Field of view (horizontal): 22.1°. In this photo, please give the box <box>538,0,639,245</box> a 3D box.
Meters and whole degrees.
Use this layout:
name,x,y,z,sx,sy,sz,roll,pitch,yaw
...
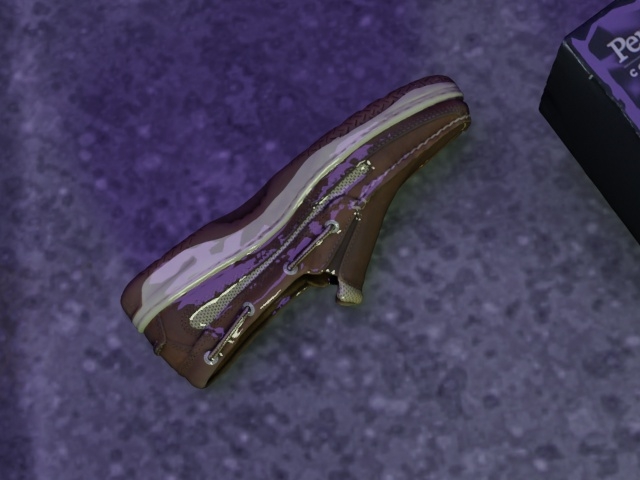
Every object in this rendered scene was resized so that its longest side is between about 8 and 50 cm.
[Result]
name,x,y,z,sx,sy,sz,roll,pitch,yaw
box,0.352,-0.066,0.902,0.343,0.179,0.312,-35,83,-2

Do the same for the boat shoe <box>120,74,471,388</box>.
name,x,y,z,sx,sy,sz,roll,pitch,yaw
boat shoe,0.001,0.001,1.051,0.257,0.095,0.095,-37,81,4
